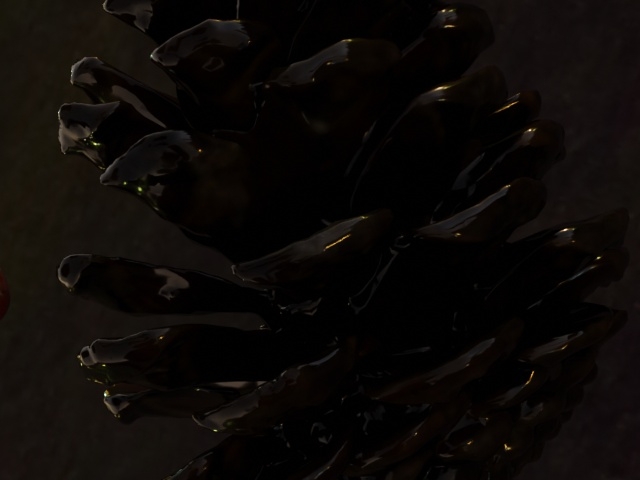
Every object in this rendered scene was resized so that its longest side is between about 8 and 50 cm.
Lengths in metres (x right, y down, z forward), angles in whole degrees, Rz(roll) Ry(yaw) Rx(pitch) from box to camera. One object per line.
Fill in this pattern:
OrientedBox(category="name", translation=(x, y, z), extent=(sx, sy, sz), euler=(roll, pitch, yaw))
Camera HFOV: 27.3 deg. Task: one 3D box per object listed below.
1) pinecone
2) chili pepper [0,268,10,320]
OrientedBox(category="pinecone", translation=(0.000, 0.000, 0.553), extent=(0.244, 0.244, 0.309), euler=(-35, 76, 54))
OrientedBox(category="chili pepper", translation=(-0.208, -0.006, 0.730), extent=(0.063, 0.071, 0.272), euler=(-33, 40, 12))
